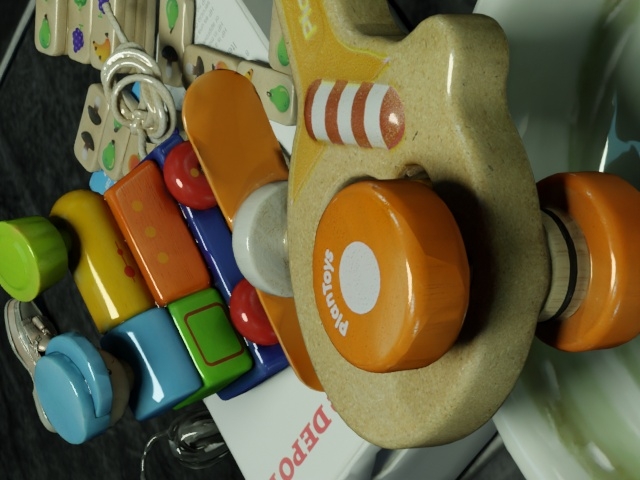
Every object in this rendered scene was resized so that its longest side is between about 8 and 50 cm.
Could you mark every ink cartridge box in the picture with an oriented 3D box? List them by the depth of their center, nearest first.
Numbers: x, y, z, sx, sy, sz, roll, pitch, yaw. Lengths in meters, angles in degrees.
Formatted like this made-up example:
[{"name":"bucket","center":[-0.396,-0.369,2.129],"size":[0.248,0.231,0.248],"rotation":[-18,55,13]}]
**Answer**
[{"name":"ink cartridge box","center":[0.000,0.000,1.055],"size":[0.307,0.129,0.223],"rotation":[59,137,28]}]

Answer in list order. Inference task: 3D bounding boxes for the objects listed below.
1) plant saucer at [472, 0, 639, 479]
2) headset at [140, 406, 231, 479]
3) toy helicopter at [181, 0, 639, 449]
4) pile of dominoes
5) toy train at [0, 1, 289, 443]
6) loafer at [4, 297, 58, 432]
[{"name":"plant saucer","center":[0.226,-0.013,0.760],"size":[0.400,0.100,0.400],"rotation":[7,99,49]},{"name":"headset","center":[-0.034,0.289,1.194],"size":[0.243,0.185,0.394],"rotation":[22,129,54]},{"name":"toy helicopter","center":[0.011,-0.067,0.844],"size":[0.235,0.140,0.355],"rotation":[-41,59,53]},{"name":"pile of dominoes","center":[-0.097,-0.113,1.023],"size":[0.251,0.040,0.196],"rotation":[24,114,49]},{"name":"toy train","center":[-0.130,-0.012,0.968],"size":[0.105,0.143,0.248],"rotation":[-36,78,51]},{"name":"loafer","center":[-0.236,0.104,1.475],"size":[0.039,0.045,0.125],"rotation":[-24,84,35]}]
